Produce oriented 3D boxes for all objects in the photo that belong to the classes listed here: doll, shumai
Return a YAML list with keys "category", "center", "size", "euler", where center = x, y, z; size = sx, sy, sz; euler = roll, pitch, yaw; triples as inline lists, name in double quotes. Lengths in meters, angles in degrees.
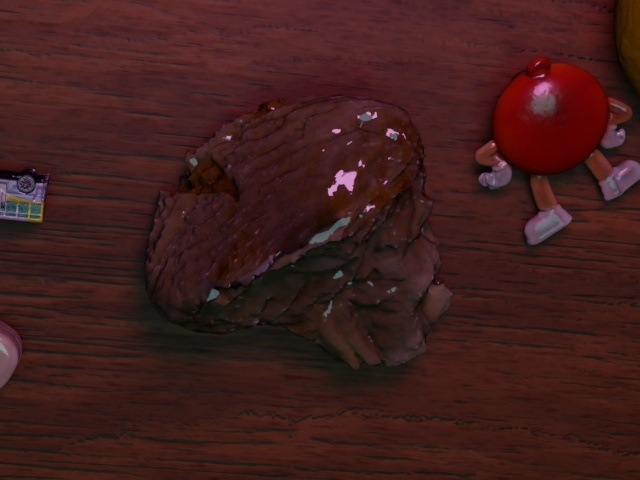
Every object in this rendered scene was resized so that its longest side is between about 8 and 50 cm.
- category: "doll"
  center: [0.254, -0.113, 1.423]
  size: [0.183, 0.085, 0.217]
  euler: [-30, 124, 6]
- category: "shumai"
  center: [0.002, 0.001, 1.414]
  size: [0.346, 0.217, 0.283]
  euler: [-39, 138, 17]

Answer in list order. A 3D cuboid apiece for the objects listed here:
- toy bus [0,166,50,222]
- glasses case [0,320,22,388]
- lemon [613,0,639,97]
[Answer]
- category: "toy bus"
  center: [-0.348, -0.051, 1.393]
  size: [0.102, 0.052, 0.058]
  euler: [5, 105, -9]
- category: "glasses case"
  center: [-0.426, 0.097, 1.428]
  size: [0.196, 0.050, 0.083]
  euler: [32, 103, -14]
- category: "lemon"
  center: [0.398, -0.230, 1.351]
  size: [0.184, 0.184, 0.248]
  euler: [2, 123, -6]
